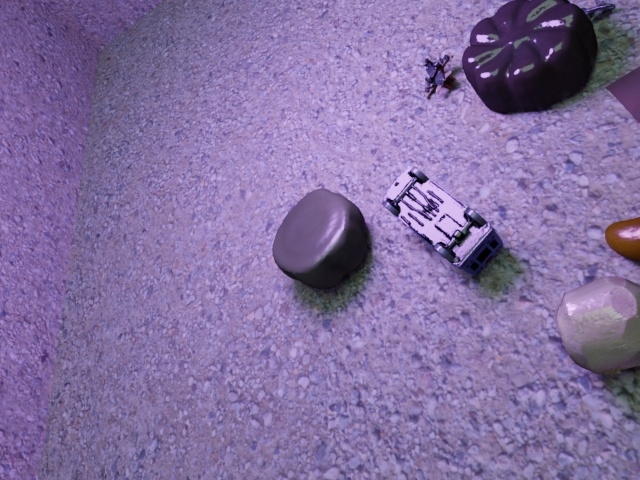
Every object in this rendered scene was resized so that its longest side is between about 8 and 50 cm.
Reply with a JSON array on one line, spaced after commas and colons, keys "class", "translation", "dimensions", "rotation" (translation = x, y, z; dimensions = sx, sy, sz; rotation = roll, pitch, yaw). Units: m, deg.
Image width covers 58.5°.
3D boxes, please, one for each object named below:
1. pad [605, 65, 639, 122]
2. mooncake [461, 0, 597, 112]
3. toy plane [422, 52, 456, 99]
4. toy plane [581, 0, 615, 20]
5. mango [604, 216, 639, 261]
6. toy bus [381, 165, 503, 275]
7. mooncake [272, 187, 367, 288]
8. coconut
[{"class": "pad", "translation": [0.725, -0.314, 1.247], "dimensions": [0.113, 0.006, 0.188], "rotation": [-33, 47, 18]}, {"class": "mooncake", "translation": [0.507, -0.460, 1.400], "dimensions": [0.305, 0.154, 0.306], "rotation": [-18, 56, 30]}, {"class": "toy plane", "translation": [0.318, -0.481, 1.611], "dimensions": [0.135, 0.062, 0.188], "rotation": [-58, 37, 31]}, {"class": "toy plane", "translation": [0.685, -0.570, 1.412], "dimensions": [0.083, 0.031, 0.079], "rotation": [10, 70, 40]}, {"class": "mango", "translation": [0.632, -0.008, 1.078], "dimensions": [0.184, 0.084, 0.102], "rotation": [-1, 63, 42]}, {"class": "toy bus", "translation": [0.278, -0.049, 1.333], "dimensions": [0.125, 0.133, 0.292], "rotation": [-50, 48, 8]}, {"class": "mooncake", "translation": [0.000, 0.000, 1.510], "dimensions": [0.274, 0.135, 0.275], "rotation": [-21, 50, 27]}, {"class": "coconut", "translation": [0.522, 0.149, 1.013], "dimensions": [0.182, 0.171, 0.171], "rotation": [-21, 53, 28]}]
